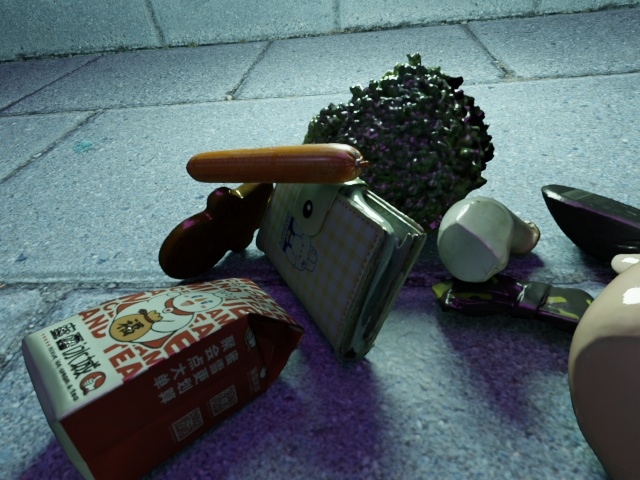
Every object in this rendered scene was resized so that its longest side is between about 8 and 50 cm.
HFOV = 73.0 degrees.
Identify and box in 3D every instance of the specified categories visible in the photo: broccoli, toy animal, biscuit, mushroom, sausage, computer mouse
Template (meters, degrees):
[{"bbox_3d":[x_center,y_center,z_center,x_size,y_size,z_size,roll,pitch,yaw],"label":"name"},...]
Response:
[{"bbox_3d":[0.135,-0.130,0.796,0.348,0.293,0.281,-32,-5,8],"label":"broccoli"},{"bbox_3d":[0.386,0.116,0.438,0.256,0.212,0.195,-23,-4,-32],"label":"toy animal"},{"bbox_3d":[-0.173,-0.022,0.747,0.236,0.180,0.039,-39,67,-19],"label":"biscuit"},{"bbox_3d":[0.257,-0.014,0.652,0.270,0.103,0.118,-15,63,-51],"label":"mushroom"},{"bbox_3d":[-0.081,-0.110,0.633,0.348,0.053,0.053,6,37,35],"label":"sausage"},{"bbox_3d":[0.477,-0.011,0.689,0.147,0.088,0.264,-13,32,-40],"label":"computer mouse"}]

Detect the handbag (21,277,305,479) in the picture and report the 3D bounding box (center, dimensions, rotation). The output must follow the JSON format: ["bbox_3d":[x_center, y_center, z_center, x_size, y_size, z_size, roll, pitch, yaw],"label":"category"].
[{"bbox_3d":[-0.179,0.136,0.546,0.298,0.151,0.171,-29,38,-32],"label":"handbag"}]

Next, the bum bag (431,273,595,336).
[{"bbox_3d":[0.276,0.088,0.610,0.233,0.060,0.106,11,28,20],"label":"bum bag"}]

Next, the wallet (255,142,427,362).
[{"bbox_3d":[0.000,0.000,0.651,0.077,0.223,0.309,0,30,-33],"label":"wallet"}]
